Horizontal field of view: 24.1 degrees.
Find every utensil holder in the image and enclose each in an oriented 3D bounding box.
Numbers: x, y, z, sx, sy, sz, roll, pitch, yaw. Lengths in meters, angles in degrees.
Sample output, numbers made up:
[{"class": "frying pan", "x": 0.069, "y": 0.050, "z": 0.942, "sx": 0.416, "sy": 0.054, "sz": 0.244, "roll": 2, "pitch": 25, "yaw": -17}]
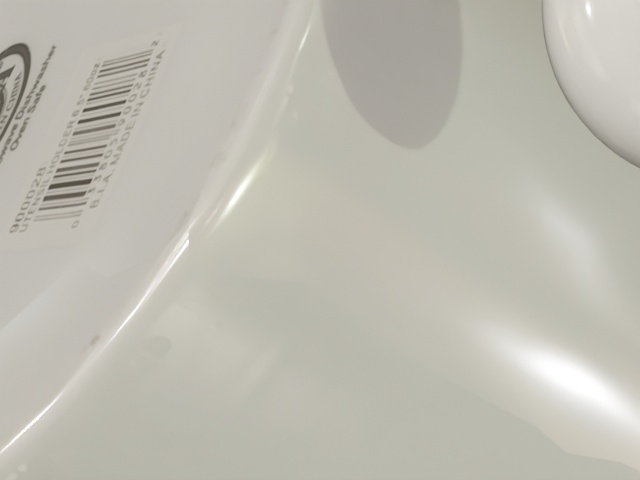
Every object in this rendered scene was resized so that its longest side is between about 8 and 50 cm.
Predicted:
[{"class": "utensil holder", "x": 0.018, "y": 0.042, "z": 0.584, "sx": 0.327, "sy": 0.328, "sz": 0.385, "roll": -10, "pitch": 146, "yaw": 46}]

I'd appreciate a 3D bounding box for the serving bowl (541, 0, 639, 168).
[{"class": "serving bowl", "x": 0.086, "y": -0.053, "z": 0.311, "sx": 0.083, "sy": 0.083, "sz": 0.027, "roll": 6, "pitch": 177, "yaw": 15}]
